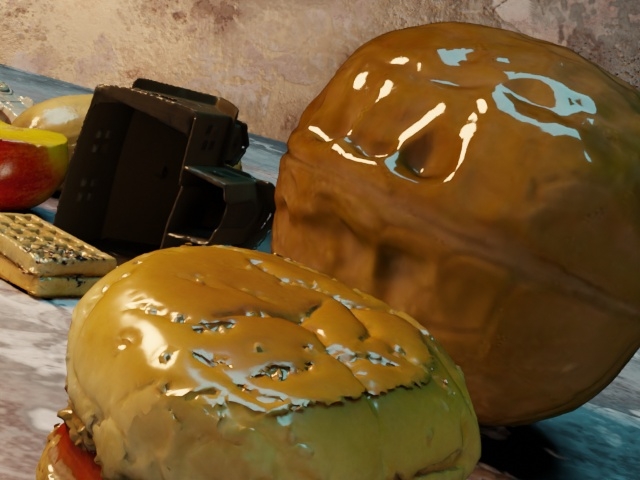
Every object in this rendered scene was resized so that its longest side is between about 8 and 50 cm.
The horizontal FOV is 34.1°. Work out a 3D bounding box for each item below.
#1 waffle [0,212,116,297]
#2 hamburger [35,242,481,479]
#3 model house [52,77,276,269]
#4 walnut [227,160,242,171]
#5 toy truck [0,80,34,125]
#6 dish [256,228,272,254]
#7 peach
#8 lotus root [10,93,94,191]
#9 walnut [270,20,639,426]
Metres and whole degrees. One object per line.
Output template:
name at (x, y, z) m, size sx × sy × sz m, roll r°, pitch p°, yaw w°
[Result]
waffle at (-0.284, 0.013, 1.036) m, size 0.148 × 0.042 × 0.102 m, roll 24°, pitch 12°, yaw 36°
hamburger at (-0.029, 0.106, 0.565) m, size 0.244 × 0.163 × 0.244 m, roll 18°, pitch 9°, yaw -3°
model house at (-0.140, -0.059, 1.189) m, size 0.204 × 0.211 × 0.243 m, roll 21°, pitch 10°, yaw 17°
walnut at (-0.189, -0.097, 1.458) m, size 0.165 × 0.165 × 0.197 m, roll 12°, pitch 13°, yaw -23°
toy truck at (-0.516, -0.166, 1.516) m, size 0.140 × 0.108 × 0.257 m, roll 33°, pitch 17°, yaw 18°
dish at (0.036, 0.031, 1.277) m, size 0.316 × 0.106 × 0.316 m, roll 16°, pitch 9°, yaw -3°
peach at (-0.375, -0.089, 1.259) m, size 0.151 × 0.118 × 0.151 m, roll 2°, pitch -27°, yaw 1°
lotus root at (-0.339, -0.140, 1.521) m, size 0.303 × 0.146 × 0.131 m, roll -4°, pitch 56°, yaw -52°
walnut at (0.132, -0.018, 0.954) m, size 0.398 × 0.354 × 0.308 m, roll 23°, pitch -3°, yaw 36°
